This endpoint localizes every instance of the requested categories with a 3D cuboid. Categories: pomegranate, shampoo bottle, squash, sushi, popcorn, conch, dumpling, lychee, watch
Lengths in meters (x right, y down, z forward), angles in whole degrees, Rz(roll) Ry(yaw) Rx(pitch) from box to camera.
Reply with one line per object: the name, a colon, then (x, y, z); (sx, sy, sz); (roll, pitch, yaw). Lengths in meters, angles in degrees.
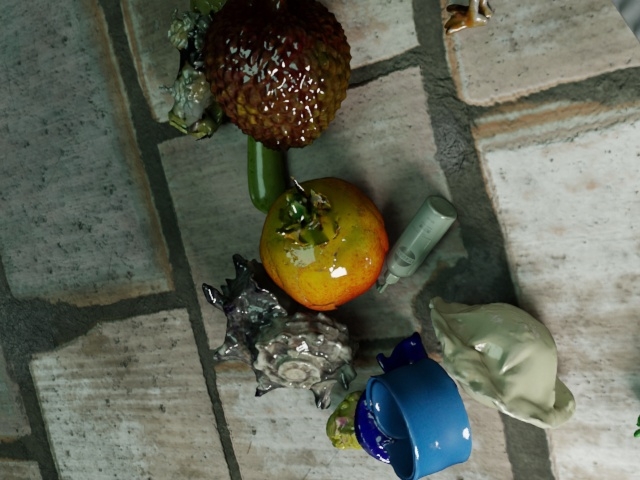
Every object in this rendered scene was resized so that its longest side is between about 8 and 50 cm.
pomegranate: (0.000, 0.000, 1.359); (0.210, 0.235, 0.210); (-9, 63, 18)
shampoo bottle: (0.142, 0.017, 1.366); (0.056, 0.056, 0.195); (45, 125, 19)
squash: (-0.097, -0.143, 1.495); (0.066, 0.066, 0.201); (3, 104, 37)
sushi: (-0.214, -0.321, 1.497); (0.139, 0.131, 0.291); (30, 127, 26)
popcorn: (0.064, 0.317, 1.487); (0.089, 0.109, 0.097); (64, 175, -34)
conch: (-0.064, 0.160, 1.459); (0.313, 0.186, 0.241); (52, 152, -5)
dumpling: (0.252, 0.174, 1.236); (0.258, 0.193, 0.147); (39, 115, 8)
lychee: (-0.065, -0.262, 1.339); (0.236, 0.236, 0.271); (23, 140, 31)
watch: (0.144, 0.259, 1.319); (0.196, 0.171, 0.200); (63, 164, 2)

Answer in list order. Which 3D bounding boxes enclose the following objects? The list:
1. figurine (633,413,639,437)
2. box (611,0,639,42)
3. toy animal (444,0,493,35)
figurine: (0.473, 0.222, 1.135); (0.156, 0.115, 0.095); (-35, 71, 40)
box: (0.427, -0.285, 0.976); (0.336, 0.264, 0.106); (60, 156, 9)
toy animal: (0.231, -0.414, 1.139); (0.284, 0.225, 0.302); (23, 137, 27)
